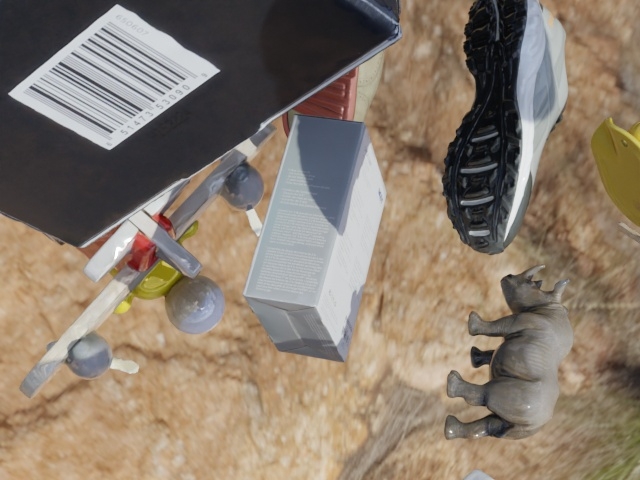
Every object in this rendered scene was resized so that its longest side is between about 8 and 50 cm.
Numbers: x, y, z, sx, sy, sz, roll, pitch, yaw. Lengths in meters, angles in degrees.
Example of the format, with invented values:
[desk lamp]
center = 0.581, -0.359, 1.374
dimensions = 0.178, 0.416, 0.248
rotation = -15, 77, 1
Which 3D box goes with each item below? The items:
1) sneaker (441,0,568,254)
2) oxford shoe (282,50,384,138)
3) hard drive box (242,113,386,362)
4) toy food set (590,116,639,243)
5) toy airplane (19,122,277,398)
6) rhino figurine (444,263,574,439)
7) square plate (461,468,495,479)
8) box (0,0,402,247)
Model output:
[sneaker]
center = 0.194, -0.114, 1.262
dimensions = 0.108, 0.100, 0.271
rotation = 23, 71, -37
[oxford shoe]
center = 0.036, -0.286, 1.737
dimensions = 0.123, 0.130, 0.348
rotation = 20, 98, 19
[hard drive box]
center = 0.000, 0.000, 1.506
dimensions = 0.089, 0.181, 0.232
rotation = 9, 66, 16
[toy food set]
center = 0.437, -0.083, 1.722
dimensions = 0.071, 0.218, 0.128
rotation = -38, 39, -15
[toy airplane]
center = -0.225, 0.025, 1.786
dimensions = 0.386, 0.384, 0.272
rotation = -32, 112, 28
[rhino figurine]
center = 0.206, 0.110, 1.340
dimensions = 0.106, 0.073, 0.243
rotation = 4, 43, 21
[square plate]
center = 0.154, 0.376, 0.974
dimensions = 0.049, 0.344, 0.347
rotation = -32, 86, 30
[box]
center = -0.194, -0.328, 1.291
dimensions = 0.480, 0.297, 0.472
rotation = -30, 46, 35
